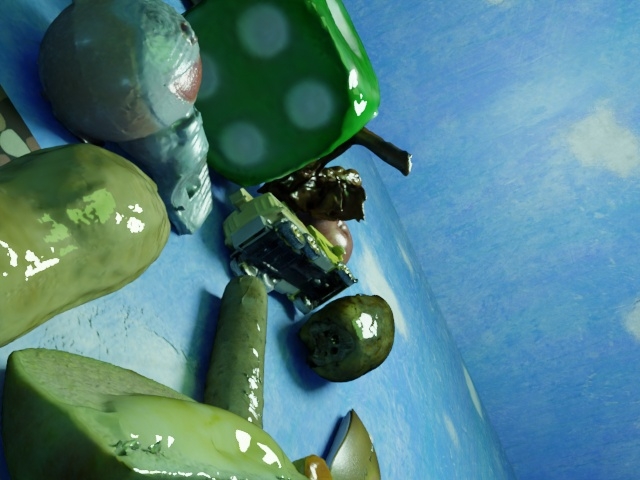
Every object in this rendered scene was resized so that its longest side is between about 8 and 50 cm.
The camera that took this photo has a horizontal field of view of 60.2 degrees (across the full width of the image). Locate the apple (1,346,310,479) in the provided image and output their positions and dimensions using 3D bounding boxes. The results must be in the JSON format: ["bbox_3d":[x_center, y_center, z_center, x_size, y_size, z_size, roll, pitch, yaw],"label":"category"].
[{"bbox_3d":[-0.149,0.173,0.446,0.193,0.120,0.265,28,-9,33],"label":"apple"}]

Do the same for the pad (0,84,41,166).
[{"bbox_3d":[-0.346,-0.154,0.474,0.234,0.003,0.158,63,17,-14],"label":"pad"}]

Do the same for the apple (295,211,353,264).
[{"bbox_3d":[0.000,0.000,1.142,0.153,0.120,0.153,53,21,-32],"label":"apple"}]

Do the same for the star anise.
[{"bbox_3d":[0.027,-0.107,1.001,0.238,0.347,0.148,10,79,-35],"label":"star anise"}]

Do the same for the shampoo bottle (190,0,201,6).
[{"bbox_3d":[-0.194,-0.438,1.195,0.350,0.084,0.125,58,20,-25],"label":"shampoo bottle"}]

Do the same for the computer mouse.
[{"bbox_3d":[0.059,0.378,0.938,0.125,0.056,0.245,67,15,-2],"label":"computer mouse"}]

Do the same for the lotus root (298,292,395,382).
[{"bbox_3d":[0.061,0.177,1.033,0.151,0.160,0.275,58,15,7],"label":"lotus root"}]

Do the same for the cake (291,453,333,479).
[{"bbox_3d":[-0.012,0.345,0.777,0.084,0.044,0.084,54,22,-35],"label":"cake"}]

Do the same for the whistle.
[{"bbox_3d":[-0.199,-0.154,0.673,0.189,0.189,0.347,-93,165,-50],"label":"whistle"}]

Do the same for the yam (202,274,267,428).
[{"bbox_3d":[-0.100,0.187,0.653,0.083,0.083,0.371,56,18,-33],"label":"yam"}]

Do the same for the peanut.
[{"bbox_3d":[-0.217,-0.006,0.424,0.147,0.148,0.319,65,17,-4],"label":"peanut"}]

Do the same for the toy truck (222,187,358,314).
[{"bbox_3d":[-0.058,0.013,0.954,0.272,0.124,0.157,38,22,-53],"label":"toy truck"}]

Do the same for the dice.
[{"bbox_3d":[-0.087,-0.282,0.917,0.297,0.300,0.287,57,19,-25],"label":"dice"}]
